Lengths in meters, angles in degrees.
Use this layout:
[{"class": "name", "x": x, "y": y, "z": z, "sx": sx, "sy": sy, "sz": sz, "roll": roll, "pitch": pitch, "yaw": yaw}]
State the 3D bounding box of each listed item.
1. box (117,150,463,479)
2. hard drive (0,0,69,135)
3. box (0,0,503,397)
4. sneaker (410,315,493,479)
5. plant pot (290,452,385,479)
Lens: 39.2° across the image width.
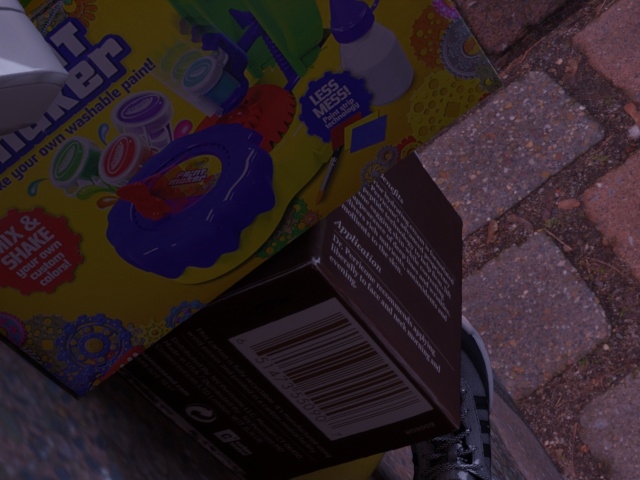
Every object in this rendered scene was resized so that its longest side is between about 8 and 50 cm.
[{"class": "box", "x": -0.012, "y": 0.027, "z": 0.619, "sx": 0.168, "sy": 0.167, "sz": 0.203, "roll": 49, "pitch": 32, "yaw": -29}, {"class": "hard drive", "x": -0.277, "y": -0.172, "z": 0.313, "sx": 0.353, "sy": 0.047, "sz": 0.233, "roll": 54, "pitch": 36, "yaw": 7}, {"class": "box", "x": -0.095, "y": -0.116, "z": 0.552, "sx": 0.177, "sy": 0.290, "sz": 0.279, "roll": 49, "pitch": 10, "yaw": -29}, {"class": "sneaker", "x": 0.128, "y": 0.204, "z": 0.873, "sx": 0.153, "sy": 0.101, "sz": 0.269, "roll": -83, "pitch": 165, "yaw": -69}, {"class": "plant pot", "x": 0.009, "y": 0.141, "z": 0.727, "sx": 0.134, "sy": 0.095, "sz": 0.134, "roll": 51, "pitch": 9, "yaw": -12}]
